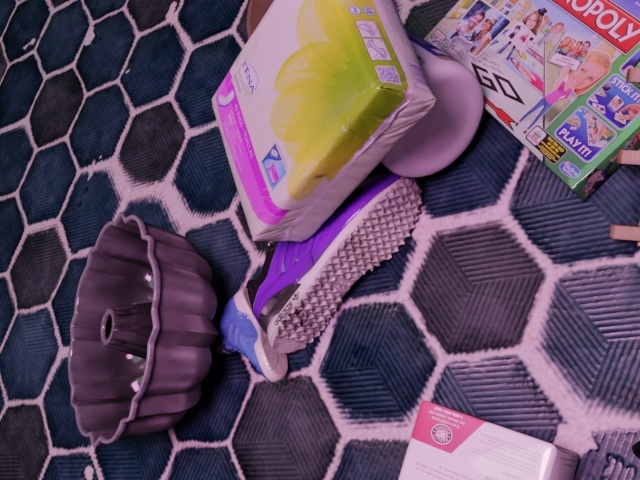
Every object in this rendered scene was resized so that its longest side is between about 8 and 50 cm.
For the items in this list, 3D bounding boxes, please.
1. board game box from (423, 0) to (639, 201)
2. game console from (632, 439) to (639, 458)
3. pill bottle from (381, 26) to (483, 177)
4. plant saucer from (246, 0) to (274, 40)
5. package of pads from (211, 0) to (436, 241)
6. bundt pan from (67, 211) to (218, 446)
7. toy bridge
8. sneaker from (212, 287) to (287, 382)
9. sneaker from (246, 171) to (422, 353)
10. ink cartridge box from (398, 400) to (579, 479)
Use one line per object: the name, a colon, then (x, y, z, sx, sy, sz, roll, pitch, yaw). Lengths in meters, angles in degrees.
board game box: (0.288, -0.227, 0.924, 0.213, 0.046, 0.317, -47, 53, 14)
game console: (0.373, 0.187, 0.693, 0.122, 0.071, 0.107, 35, 96, 38)
pill bottle: (0.078, -0.208, 0.994, 0.153, 0.153, 0.264, -50, 44, 11)
plant saucer: (0.001, -0.385, 1.194, 0.278, 0.041, 0.278, -13, 66, 33)
package of pads: (-0.012, -0.169, 0.898, 0.296, 0.101, 0.229, -45, 54, 44)
bundt pan: (-0.252, 0.130, 1.100, 0.331, 0.124, 0.331, -21, 65, 52)
toy bridge: (0.350, -0.087, 0.807, 0.063, 0.026, 0.188, 4, 97, 8)
sneaker: (-0.106, 0.149, 1.067, 0.084, 0.058, 0.152, -41, 57, 20)
sneaker: (-0.001, 0.000, 1.015, 0.293, 0.102, 0.146, -48, 52, 12)
ink cartridge box: (0.159, 0.300, 0.796, 0.158, 0.092, 0.218, 13, 80, 39)
